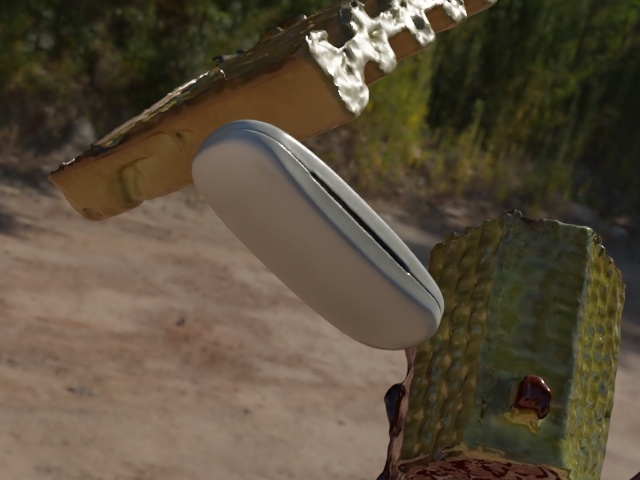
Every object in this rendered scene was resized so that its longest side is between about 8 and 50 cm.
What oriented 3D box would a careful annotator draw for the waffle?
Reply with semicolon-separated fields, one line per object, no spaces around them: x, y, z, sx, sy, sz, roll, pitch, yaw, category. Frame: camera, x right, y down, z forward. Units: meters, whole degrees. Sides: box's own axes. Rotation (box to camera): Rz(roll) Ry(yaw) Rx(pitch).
-0.034;-0.141;1.187;0.304;0.077;0.348;-21;14;37;waffle

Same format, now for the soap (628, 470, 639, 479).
0.211;0.170;0.415;0.325;0.220;0.127;8;-30;28;soap

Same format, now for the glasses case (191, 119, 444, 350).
0.000;0.000;0.866;0.193;0.049;0.074;43;-41;-23;glasses case

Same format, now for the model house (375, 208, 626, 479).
0.142;0.103;1.033;0.160;0.196;0.254;14;-24;0;model house
